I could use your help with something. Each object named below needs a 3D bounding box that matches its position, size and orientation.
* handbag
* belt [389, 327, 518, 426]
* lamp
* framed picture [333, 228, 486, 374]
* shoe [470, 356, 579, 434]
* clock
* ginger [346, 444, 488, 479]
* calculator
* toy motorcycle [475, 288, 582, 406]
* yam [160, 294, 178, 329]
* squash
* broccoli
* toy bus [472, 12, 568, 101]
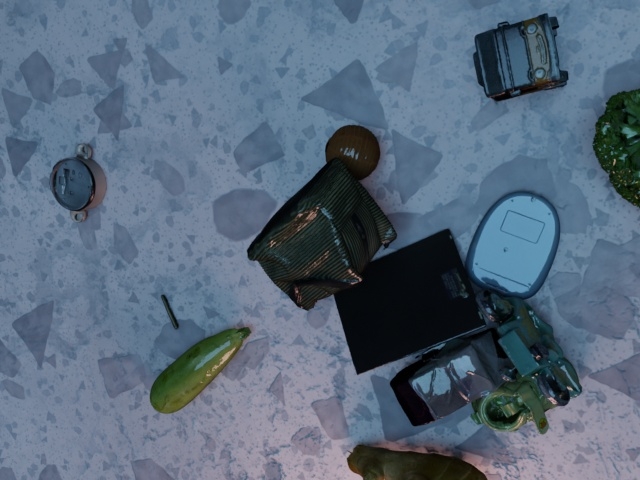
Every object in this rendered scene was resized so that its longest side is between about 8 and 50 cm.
[{"bbox_3d":[0.000,0.000,1.466,0.240,0.247,0.341,45,143,-7],"label":"handbag"},{"bbox_3d":[0.305,0.309,1.487,0.289,0.184,0.164,-31,84,18],"label":"belt"},{"bbox_3d":[0.075,-0.208,1.492,0.136,0.136,0.136,3,100,17],"label":"lamp"},{"bbox_3d":[0.199,0.149,1.524,0.339,0.014,0.255,-26,66,20],"label":"framed picture"},{"bbox_3d":[0.483,0.375,1.484,0.262,0.128,0.140,-26,105,22],"label":"shoe"},{"bbox_3d":[-0.690,-0.161,1.779,0.156,0.063,0.229,15,102,14],"label":"clock"},{"bbox_3d":[0.226,0.607,1.536,0.375,0.236,0.166,-11,112,23],"label":"ginger"},{"bbox_3d":[0.443,0.033,1.467,0.188,0.042,0.302,21,105,12],"label":"calculator"},{"bbox_3d":[0.465,0.232,1.407,0.109,0.198,0.296,-46,63,32],"label":"toy motorcycle"},{"bbox_3d":[-0.429,0.203,1.787,0.014,0.014,0.107,-22,92,20],"label":"yam"},{"bbox_3d":[-0.338,0.349,1.730,0.370,0.118,0.118,-43,85,18],"label":"squash"},{"bbox_3d":[0.737,-0.187,1.208,0.413,0.321,0.310,24,135,10],"label":"broccoli"},{"bbox_3d":[0.409,-0.364,1.285,0.167,0.275,0.138,-11,97,20],"label":"toy bus"}]
